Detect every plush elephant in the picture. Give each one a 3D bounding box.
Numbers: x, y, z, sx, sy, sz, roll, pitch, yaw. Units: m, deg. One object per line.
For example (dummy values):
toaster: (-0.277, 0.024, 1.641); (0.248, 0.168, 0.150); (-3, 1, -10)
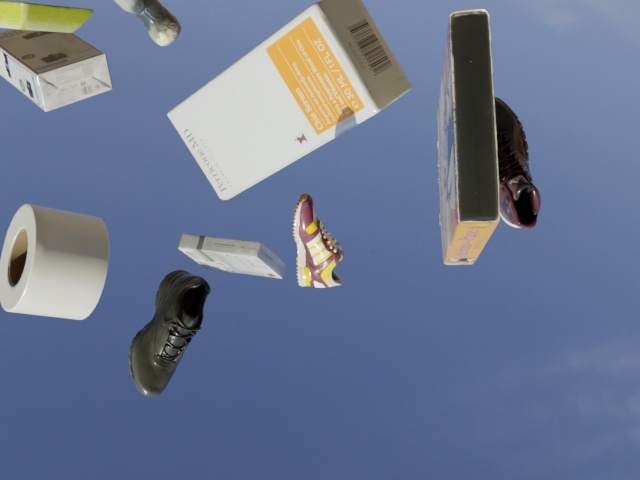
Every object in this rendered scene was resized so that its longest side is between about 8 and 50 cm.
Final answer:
plush elephant: (-0.350, -0.626, 1.640); (0.330, 0.255, 0.271); (36, -110, -24)

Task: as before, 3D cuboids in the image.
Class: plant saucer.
plant saucer: (-0.526, -0.391, 1.381); (0.188, 0.045, 0.188); (10, -165, 19)

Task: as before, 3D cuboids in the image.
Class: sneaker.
sneaker: (-0.322, 0.199, 1.711); (0.109, 0.286, 0.130); (25, 164, -36)
sneaker: (0.000, 0.000, 1.381); (0.084, 0.185, 0.069); (2, -145, 9)
sneaker: (0.373, -0.150, 1.542); (0.106, 0.281, 0.162); (-22, -172, 9)

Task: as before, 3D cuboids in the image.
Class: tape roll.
tape roll: (-0.604, 0.050, 1.792); (0.169, 0.246, 0.246); (12, -146, -36)

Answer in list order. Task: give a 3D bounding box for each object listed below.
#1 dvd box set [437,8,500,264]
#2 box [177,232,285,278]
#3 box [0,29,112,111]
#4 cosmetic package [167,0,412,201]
dvd box set: (0.229, -0.138, 1.274); (0.062, 0.420, 0.307); (-2, -99, 6)
box: (-0.186, 0.034, 1.678); (0.186, 0.145, 0.038); (7, -108, 22)
box: (-0.619, -0.404, 1.799); (0.169, 0.087, 0.290); (-27, -137, -29)
cosmetic package: (-0.073, -0.279, 1.590); (0.230, 0.453, 0.161); (58, -140, -7)
